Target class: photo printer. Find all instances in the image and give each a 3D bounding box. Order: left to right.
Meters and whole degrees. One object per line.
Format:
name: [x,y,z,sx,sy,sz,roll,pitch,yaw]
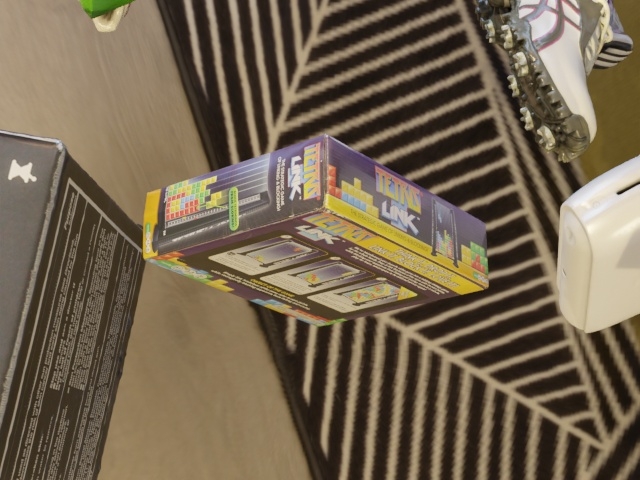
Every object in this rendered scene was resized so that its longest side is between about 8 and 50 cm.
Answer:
photo printer: [0.452,-0.014,1.745,0.256,0.307,0.107,-24,60,-6]

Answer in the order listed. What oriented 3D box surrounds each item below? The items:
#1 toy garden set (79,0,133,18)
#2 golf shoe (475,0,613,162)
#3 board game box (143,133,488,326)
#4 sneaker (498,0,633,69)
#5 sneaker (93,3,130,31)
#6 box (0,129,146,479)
toy garden set: [-0.109,-0.311,1.002,0.204,0.244,0.049,-31,67,-26]
golf shoe: [0.223,-0.191,1.180,0.120,0.105,0.273,-13,49,2]
board game box: [0.000,0.000,0.776,0.141,0.170,0.048,-16,64,34]
sneaker: [0.289,-0.279,1.573,0.223,0.083,0.098,9,61,-36]
sneaker: [-0.211,-0.271,1.145,0.069,0.185,0.084,-3,60,15]
box: [-0.256,0.090,0.875,0.182,0.294,0.296,10,79,4]
